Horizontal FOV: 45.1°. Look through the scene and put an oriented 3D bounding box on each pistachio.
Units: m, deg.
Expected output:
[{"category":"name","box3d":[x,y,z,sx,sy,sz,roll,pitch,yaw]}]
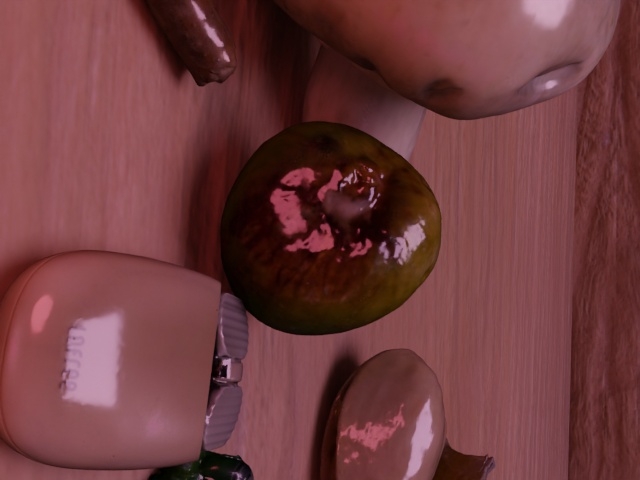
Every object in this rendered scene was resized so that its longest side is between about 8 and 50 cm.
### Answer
[{"category":"pistachio","box3d":[0.074,0.234,0.893,0.152,0.126,0.223,23,72,-26]}]

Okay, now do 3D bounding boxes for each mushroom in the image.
[{"category":"mushroom","box3d":[0.102,-0.240,0.727,0.325,0.353,0.353,-52,138,-28]}]

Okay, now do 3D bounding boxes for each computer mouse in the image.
[{"category":"computer mouse","box3d":[-0.122,0.085,0.538,0.236,0.082,0.145,28,65,-60]}]

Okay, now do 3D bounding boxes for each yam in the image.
[{"category":"yam","box3d":[-0.121,-0.221,0.557,0.056,0.057,0.241,-64,142,-40]}]

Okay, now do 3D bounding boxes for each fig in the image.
[{"category":"fig","box3d":[0.000,0.000,0.667,0.181,0.191,0.181,18,52,-25]}]

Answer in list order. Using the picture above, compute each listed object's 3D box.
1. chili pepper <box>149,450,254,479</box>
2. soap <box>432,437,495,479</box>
[{"category":"chili pepper","box3d":[-0.116,0.257,0.578,0.216,0.062,0.108,-54,137,-46]},{"category":"soap","box3d":[0.142,0.479,0.985,0.304,0.169,0.338,-36,123,-46]}]
